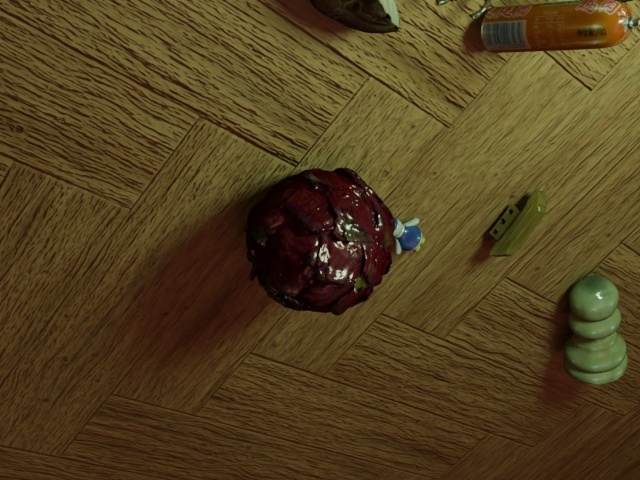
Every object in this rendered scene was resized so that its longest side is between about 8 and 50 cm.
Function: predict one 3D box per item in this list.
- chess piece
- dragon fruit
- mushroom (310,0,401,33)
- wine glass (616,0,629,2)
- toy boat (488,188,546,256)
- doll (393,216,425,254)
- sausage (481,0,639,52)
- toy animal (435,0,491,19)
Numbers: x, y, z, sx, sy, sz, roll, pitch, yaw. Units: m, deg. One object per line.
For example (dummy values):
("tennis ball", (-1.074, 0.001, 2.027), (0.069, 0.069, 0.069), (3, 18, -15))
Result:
("chess piece", (0.780, 0.241, 2.332), (0.182, 0.182, 0.330), (-21, 127, -6))
("dragon fruit", (0.002, 0.002, 1.700), (0.329, 0.329, 0.329), (-12, 132, -14))
("mushroom", (0.040, -0.477, 1.439), (0.151, 0.156, 0.285), (-7, 136, 20))
("wine glass", (0.456, -0.633, 1.399), (0.406, 0.267, 0.267), (32, 111, -33))
("toy boat", (0.483, -0.043, 2.012), (0.057, 0.077, 0.200), (13, 120, -46))
("doll", (0.192, -0.017, 1.925), (0.143, 0.058, 0.098), (29, 92, -37))
("sausage", (0.457, -0.404, 1.541), (0.093, 0.312, 0.092), (-9, 104, -41))
("toy animal", (0.264, -0.529, 1.509), (0.214, 0.093, 0.186), (9, 129, -38))
